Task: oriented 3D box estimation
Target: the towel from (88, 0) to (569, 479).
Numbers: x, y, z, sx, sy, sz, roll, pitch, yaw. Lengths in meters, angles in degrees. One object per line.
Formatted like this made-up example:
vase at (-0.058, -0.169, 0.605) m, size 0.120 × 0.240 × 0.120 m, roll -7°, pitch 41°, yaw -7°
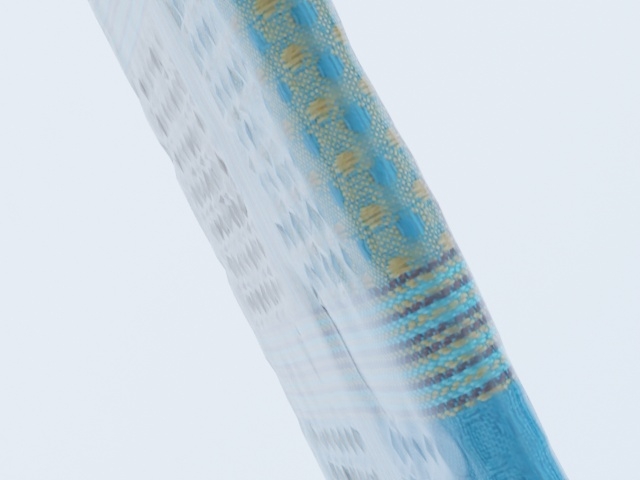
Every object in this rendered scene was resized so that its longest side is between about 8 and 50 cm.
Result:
towel at (0.000, 0.000, 0.582) m, size 0.040 × 0.370 × 0.271 m, roll -27°, pitch -178°, yaw -11°
